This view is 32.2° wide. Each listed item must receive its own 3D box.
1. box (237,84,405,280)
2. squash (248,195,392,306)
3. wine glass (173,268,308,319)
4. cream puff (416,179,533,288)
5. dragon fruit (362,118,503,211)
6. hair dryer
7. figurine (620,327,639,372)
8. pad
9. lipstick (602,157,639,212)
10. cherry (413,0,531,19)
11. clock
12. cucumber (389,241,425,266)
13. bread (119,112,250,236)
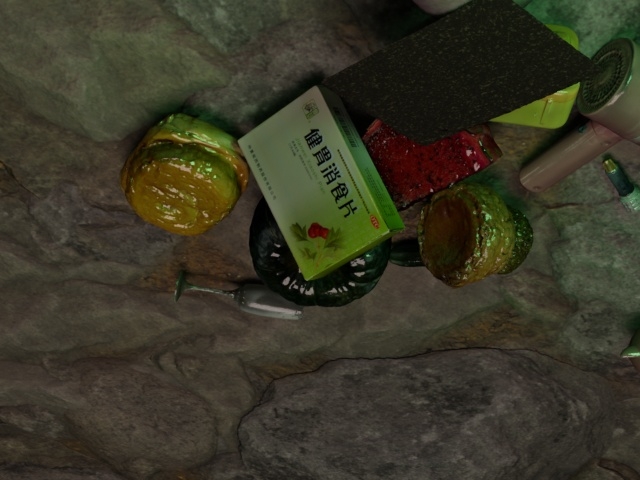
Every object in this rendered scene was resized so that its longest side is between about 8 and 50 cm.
[{"bbox_3d":[-0.001,-0.090,1.752,0.175,0.261,0.062,-31,169,29],"label":"box"},{"bbox_3d":[0.000,0.000,1.919,0.252,0.165,0.252,5,138,5],"label":"squash"},{"bbox_3d":[-0.150,0.111,2.156,0.262,0.074,0.074,10,140,-3],"label":"wine glass"},{"bbox_3d":[0.278,-0.007,1.889,0.169,0.183,0.183,4,148,-36],"label":"cream puff"},{"bbox_3d":[0.169,-0.138,1.752,0.189,0.163,0.261,6,155,-45],"label":"dragon fruit"},{"bbox_3d":[0.442,-0.154,1.717,0.210,0.125,0.352,24,148,-20],"label":"hair dryer"},{"bbox_3d":[0.640,0.209,2.082,0.125,0.125,0.138,-22,161,31],"label":"figurine"},{"bbox_3d":[0.184,-0.222,1.496,0.220,0.004,0.330,27,149,-34],"label":"pad"},{"bbox_3d":[0.493,-0.097,1.821,0.037,0.037,0.116,-22,126,31],"label":"lipstick"},{"bbox_3d":[0.200,-0.383,1.386,0.239,0.206,0.239,30,158,14],"label":"cherry"},{"bbox_3d":[0.265,-0.246,1.597,0.202,0.143,0.096,7,147,2],"label":"clock"},{"bbox_3d":[0.173,0.026,2.013,0.105,0.048,0.048,-3,139,18],"label":"cucumber"},{"bbox_3d":[-0.230,-0.104,1.873,0.198,0.120,0.236,25,138,-21],"label":"bread"}]
